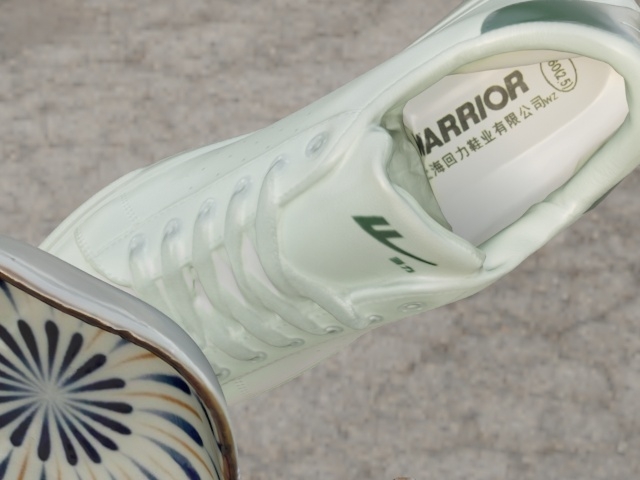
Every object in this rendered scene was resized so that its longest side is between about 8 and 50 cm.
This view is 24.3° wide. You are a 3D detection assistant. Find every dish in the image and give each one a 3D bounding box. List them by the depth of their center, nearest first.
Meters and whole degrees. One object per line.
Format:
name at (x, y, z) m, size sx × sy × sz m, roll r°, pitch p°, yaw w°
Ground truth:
dish at (-0.102, 0.063, 0.523) m, size 0.190 × 0.191 × 0.066 m, roll 9°, pitch 35°, yaw 11°

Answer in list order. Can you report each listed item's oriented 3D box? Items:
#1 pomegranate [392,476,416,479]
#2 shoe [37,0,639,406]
pomegranate at (0.027, 0.225, 0.844) m, size 0.196 × 0.196 × 0.196 m, roll 3°, pitch 29°, yaw -1°
shoe at (0.000, 0.000, 0.676) m, size 0.363 × 0.132 × 0.160 m, roll -31°, pitch 13°, yaw 7°
